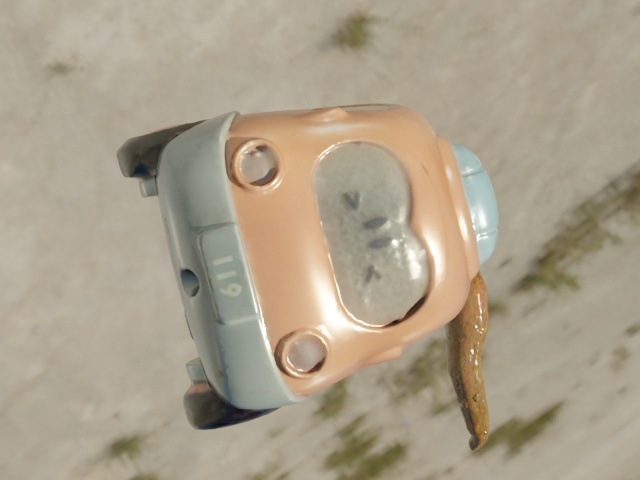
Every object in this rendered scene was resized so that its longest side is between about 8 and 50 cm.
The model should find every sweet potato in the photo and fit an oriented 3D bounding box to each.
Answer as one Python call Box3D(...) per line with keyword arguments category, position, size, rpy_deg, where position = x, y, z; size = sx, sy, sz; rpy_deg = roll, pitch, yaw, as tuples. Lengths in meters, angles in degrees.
Box3D(category="sweet potato", position=(0.152, 0.117, 1.605), size=(0.050, 0.214, 0.050), rpy_deg=(-6, -172, 1))

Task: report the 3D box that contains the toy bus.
Box3D(category="toy bus", position=(0.000, 0.000, 1.047), size=(0.232, 0.194, 0.288), rpy_deg=(-12, -177, -2))
